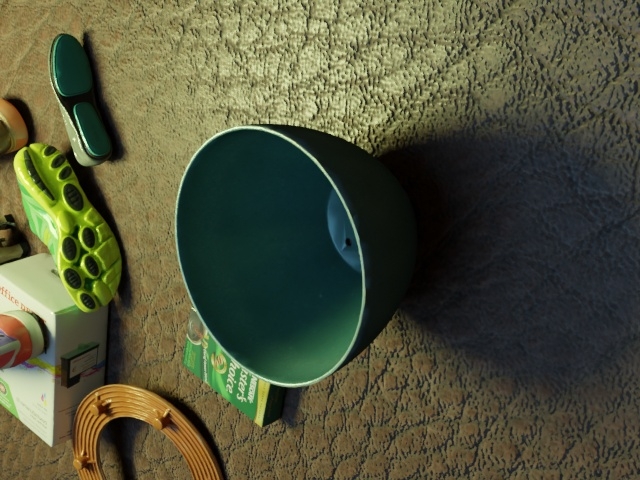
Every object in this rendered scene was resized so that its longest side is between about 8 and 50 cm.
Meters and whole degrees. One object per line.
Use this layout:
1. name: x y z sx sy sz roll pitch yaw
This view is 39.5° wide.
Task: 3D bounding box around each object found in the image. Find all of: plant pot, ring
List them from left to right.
1. ring: -0.301 0.400 1.506 0.337 0.032 0.336 12 114 29
2. plant pot: 0.000 0.000 1.029 0.290 0.195 0.290 14 112 40

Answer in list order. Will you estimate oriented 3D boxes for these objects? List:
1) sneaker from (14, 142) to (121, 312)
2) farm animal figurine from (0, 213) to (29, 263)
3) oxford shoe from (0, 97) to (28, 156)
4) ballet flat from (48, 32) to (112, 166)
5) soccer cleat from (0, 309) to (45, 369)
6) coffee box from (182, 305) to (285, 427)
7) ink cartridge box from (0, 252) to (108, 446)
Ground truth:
1. sneaker: -0.421 -0.021 1.499 0.295 0.110 0.123 66 157 3
2. farm animal figurine: -0.673 0.085 1.699 0.330 0.172 0.326 43 128 25
3. oxford shoe: -0.692 -0.180 1.644 0.364 0.133 0.129 -7 116 44
4. ballet flat: -0.392 -0.219 1.416 0.068 0.072 0.213 -15 93 51
5. soccer cleat: -0.609 0.178 1.523 0.318 0.116 0.108 -7 100 36
6. coffee box: -0.126 0.179 1.311 0.184 0.040 0.113 32 123 32
7. ink cartridge box: -0.489 0.191 1.598 0.201 0.117 0.278 27 119 33
